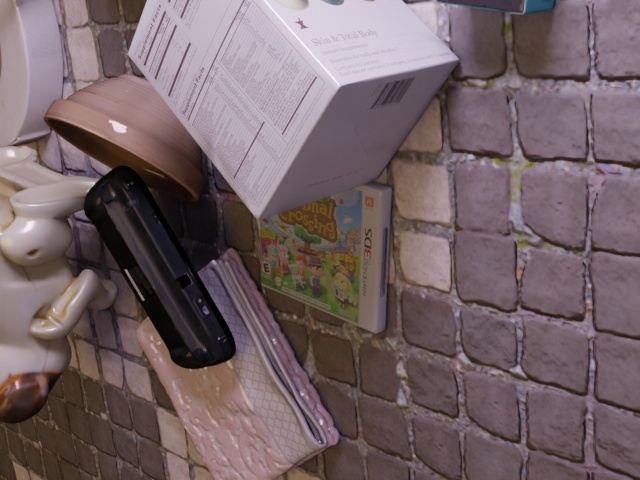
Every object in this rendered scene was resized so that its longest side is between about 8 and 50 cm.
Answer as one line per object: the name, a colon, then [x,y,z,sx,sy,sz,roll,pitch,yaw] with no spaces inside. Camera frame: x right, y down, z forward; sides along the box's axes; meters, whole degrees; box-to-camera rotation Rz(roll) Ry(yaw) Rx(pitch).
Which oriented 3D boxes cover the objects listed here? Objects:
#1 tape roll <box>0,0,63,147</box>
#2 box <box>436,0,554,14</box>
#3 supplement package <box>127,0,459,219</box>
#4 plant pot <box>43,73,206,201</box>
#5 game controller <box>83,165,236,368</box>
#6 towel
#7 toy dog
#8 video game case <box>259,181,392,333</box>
tape roll: [-0.590,-0.356,1.510,0.392,0.072,0.392,19,118,38]
box: [0.171,-0.337,0.771,0.100,0.060,0.244,22,120,38]
supplement package: [-0.036,-0.201,0.929,0.262,0.199,0.198,51,134,18]
plant pot: [-0.254,-0.155,1.194,0.237,0.237,0.109,18,77,39]
game controller: [-0.237,0.047,1.237,0.319,0.067,0.166,61,151,-5]
towel: [-0.144,0.220,1.311,0.317,0.053,0.332,-41,75,45]
toy dog: [-0.520,0.100,1.401,0.285,0.395,0.408,16,119,26]
video game case: [0.000,0.000,1.101,0.212,0.023,0.193,20,119,39]
